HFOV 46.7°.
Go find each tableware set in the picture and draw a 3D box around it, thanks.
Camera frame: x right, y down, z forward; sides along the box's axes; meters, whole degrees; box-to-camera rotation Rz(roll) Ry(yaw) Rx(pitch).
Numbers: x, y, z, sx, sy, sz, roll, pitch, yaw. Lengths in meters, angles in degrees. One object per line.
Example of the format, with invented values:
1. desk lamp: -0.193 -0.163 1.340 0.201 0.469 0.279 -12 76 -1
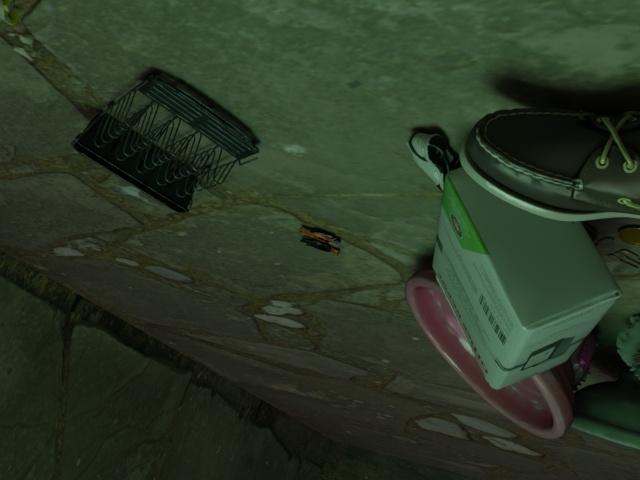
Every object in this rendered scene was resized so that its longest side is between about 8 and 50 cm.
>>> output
1. tableware set: 0.368 0.005 0.931 0.154 0.024 0.104 26 158 -10

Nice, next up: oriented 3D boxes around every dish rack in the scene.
1. dish rack: -0.224 -0.138 1.088 0.208 0.074 0.271 32 156 -27

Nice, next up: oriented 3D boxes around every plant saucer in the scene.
1. plant saucer: 0.584 0.277 1.182 0.401 0.100 0.400 11 176 1
2. plant saucer: 0.275 0.162 1.172 0.332 0.084 0.332 47 168 13

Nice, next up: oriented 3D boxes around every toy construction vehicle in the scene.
1. toy construction vehicle: -0.414 -0.310 0.907 0.086 0.035 0.098 24 159 -7

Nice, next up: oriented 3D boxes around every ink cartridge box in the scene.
1. ink cartridge box: 0.230 0.044 0.896 0.115 0.198 0.273 -21 156 -4

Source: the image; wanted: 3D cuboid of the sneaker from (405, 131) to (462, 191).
1. sneaker: 0.139 -0.096 0.900 0.044 0.040 0.109 25 162 41

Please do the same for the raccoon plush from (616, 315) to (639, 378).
1. raccoon plush: 0.668 0.187 0.978 0.299 0.216 0.446 15 -166 -24

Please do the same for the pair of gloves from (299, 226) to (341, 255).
1. pair of gloves: 0.000 0.000 1.290 0.074 0.010 0.083 18 161 6

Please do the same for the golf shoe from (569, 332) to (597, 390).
1. golf shoe: 0.370 0.210 1.305 0.140 0.115 0.306 25 158 0

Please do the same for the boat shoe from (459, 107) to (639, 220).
1. boat shoe: 0.298 -0.071 0.696 0.324 0.116 0.096 15 156 5
